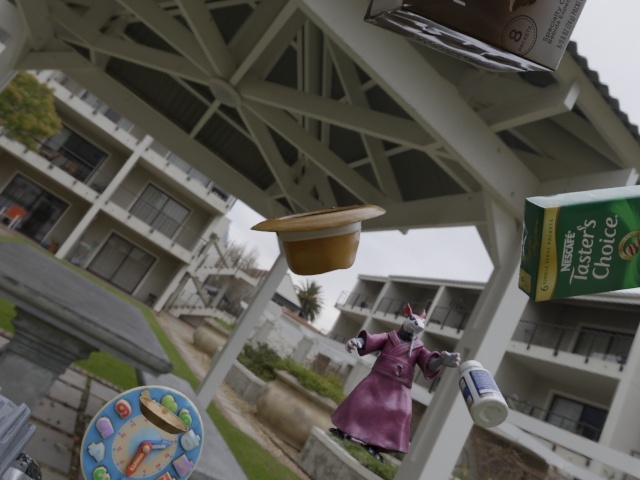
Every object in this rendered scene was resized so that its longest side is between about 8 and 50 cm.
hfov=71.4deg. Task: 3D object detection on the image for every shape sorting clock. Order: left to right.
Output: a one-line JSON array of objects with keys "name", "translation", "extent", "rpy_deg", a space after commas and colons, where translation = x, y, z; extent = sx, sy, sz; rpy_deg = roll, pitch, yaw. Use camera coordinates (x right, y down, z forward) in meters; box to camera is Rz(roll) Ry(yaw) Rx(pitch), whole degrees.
[{"name": "shape sorting clock", "translation": [-0.312, 0.365, 0.795], "extent": [0.206, 0.206, 0.040], "rpy_deg": [37, -18, -21]}]

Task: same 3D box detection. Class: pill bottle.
[{"name": "pill bottle", "translation": [0.297, 0.281, 0.831], "extent": [0.067, 0.067, 0.120], "rpy_deg": [34, 19, -12]}]

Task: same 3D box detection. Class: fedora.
[{"name": "fedora", "translation": [0.000, 0.000, 0.597], "extent": [0.194, 0.079, 0.194], "rpy_deg": [-9, 6, 1]}]

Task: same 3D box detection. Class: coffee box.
[{"name": "coffee box", "translation": [0.174, -0.323, 0.393], "extent": [0.168, 0.297, 0.119], "rpy_deg": [14, 18, -17]}, {"name": "coffee box", "translation": [0.313, 0.001, 0.483], "extent": [0.184, 0.113, 0.040], "rpy_deg": [-5, 22, -4]}]

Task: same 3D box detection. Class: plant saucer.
[{"name": "plant saucer", "translation": [-0.226, 0.251, 0.632], "extent": [0.083, 0.015, 0.083], "rpy_deg": [32, -18, 12]}]

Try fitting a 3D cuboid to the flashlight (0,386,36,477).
[{"name": "flashlight", "translation": [-0.349, 0.245, 0.324], "extent": [0.103, 0.304, 0.103], "rpy_deg": [-20, -63, 24]}]

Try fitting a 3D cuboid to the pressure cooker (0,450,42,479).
[{"name": "pressure cooker", "translation": [-0.770, 0.600, 0.798], "extent": [0.375, 0.420, 0.370], "rpy_deg": [-19, -49, 16]}]

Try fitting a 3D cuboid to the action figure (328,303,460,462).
[{"name": "action figure", "translation": [0.186, 0.336, 1.084], "extent": [0.248, 0.370, 0.276], "rpy_deg": [20, -22, 22]}]
